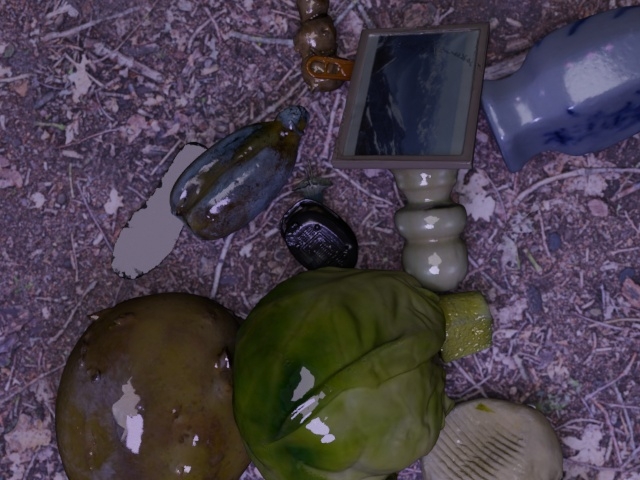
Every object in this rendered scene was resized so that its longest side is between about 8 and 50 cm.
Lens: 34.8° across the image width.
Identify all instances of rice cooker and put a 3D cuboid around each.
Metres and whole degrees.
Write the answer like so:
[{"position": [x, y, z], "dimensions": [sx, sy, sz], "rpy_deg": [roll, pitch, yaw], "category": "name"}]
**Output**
[{"position": [0.000, 0.000, 1.937], "dimensions": [0.165, 0.106, 0.112], "rpy_deg": [39, 106, -16], "category": "rice cooker"}]

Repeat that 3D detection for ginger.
[{"position": [-0.004, -0.386, 1.960], "dimensions": [0.104, 0.080, 0.204], "rpy_deg": [-15, 90, -8], "category": "ginger"}]

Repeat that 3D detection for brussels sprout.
[{"position": [0.021, 0.255, 1.784], "dimensions": [0.342, 0.361, 0.426], "rpy_deg": [-6, 84, 37], "category": "brussels sprout"}]

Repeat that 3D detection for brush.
[{"position": [0.123, -0.313, 1.936], "dimensions": [0.314, 0.017, 0.090], "rpy_deg": [5, 86, -11], "category": "brush"}]

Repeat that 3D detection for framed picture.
[{"position": [0.165, -0.261, 1.818], "dimensions": [0.247, 0.022, 0.335], "rpy_deg": [1, 55, 17], "category": "framed picture"}]

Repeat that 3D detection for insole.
[{"position": [-0.312, -0.057, 2.020], "dimensions": [0.110, 0.012, 0.310], "rpy_deg": [29, 92, 6], "category": "insole"}]

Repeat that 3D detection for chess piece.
[{"position": [0.199, -0.068, 1.896], "dimensions": [0.182, 0.182, 0.331], "rpy_deg": [-6, 95, 6], "category": "chess piece"}]

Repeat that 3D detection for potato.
[{"position": [-0.303, 0.320, 1.869], "dimensions": [0.385, 0.319, 0.442], "rpy_deg": [-2, 92, 7], "category": "potato"}]

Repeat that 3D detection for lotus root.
[{"position": [-0.141, -0.131, 1.946], "dimensions": [0.322, 0.140, 0.158], "rpy_deg": [-40, 61, -2], "category": "lotus root"}]

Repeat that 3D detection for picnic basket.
[{"position": [-0.017, -0.109, 1.966], "dimensions": [0.083, 0.065, 0.083], "rpy_deg": [-5, 105, 10], "category": "picnic basket"}]

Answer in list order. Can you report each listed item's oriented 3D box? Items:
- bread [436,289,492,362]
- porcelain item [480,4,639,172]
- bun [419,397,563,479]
[{"position": [0.255, 0.153, 1.909], "dimensions": [0.114, 0.111, 0.129], "rpy_deg": [-10, 133, -3], "category": "bread"}, {"position": [0.491, -0.283, 1.826], "dimensions": [0.405, 0.242, 0.179], "rpy_deg": [-24, 61, 9], "category": "porcelain item"}, {"position": [0.318, 0.414, 1.865], "dimensions": [0.259, 0.160, 0.259], "rpy_deg": [-16, 43, 16], "category": "bun"}]
